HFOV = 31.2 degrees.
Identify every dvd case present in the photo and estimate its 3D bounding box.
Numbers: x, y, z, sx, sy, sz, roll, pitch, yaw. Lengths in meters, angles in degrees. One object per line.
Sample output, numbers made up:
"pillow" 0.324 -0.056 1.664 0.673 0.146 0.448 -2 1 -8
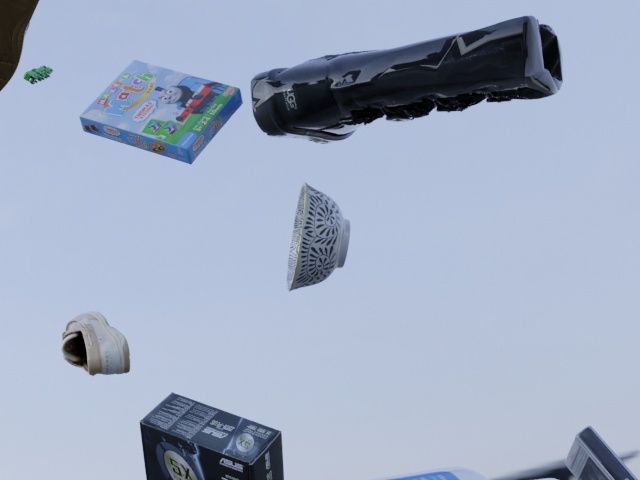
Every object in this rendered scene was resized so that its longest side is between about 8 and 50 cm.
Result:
"dvd case" 0.407 0.356 1.471 0.029 0.238 0.179 -35 -22 -8

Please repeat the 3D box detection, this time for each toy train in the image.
"toy train" -0.476 -0.280 1.930 0.017 0.024 0.083 -56 2 21

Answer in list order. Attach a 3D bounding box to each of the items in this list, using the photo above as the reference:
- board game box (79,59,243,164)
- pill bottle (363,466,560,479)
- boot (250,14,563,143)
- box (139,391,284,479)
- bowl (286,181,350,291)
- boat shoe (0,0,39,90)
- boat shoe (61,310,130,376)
"board game box" -0.257 -0.211 1.850 0.211 0.160 0.039 17 -38 24
"pill bottle" 0.045 0.197 0.655 0.221 0.124 0.124 -5 -21 -19
"boot" 0.166 -0.260 1.810 0.445 0.146 0.367 -11 8 27
"box" -0.143 0.305 1.531 0.180 0.147 0.077 15 33 26
"bowl" 0.000 0.000 1.739 0.080 0.170 0.170 9 -23 -5
"boat shoe" -0.498 -0.330 1.770 0.098 0.096 0.277 25 -66 -24
"boat shoe" -0.284 0.124 1.381 0.059 0.063 0.170 -8 10 -29
